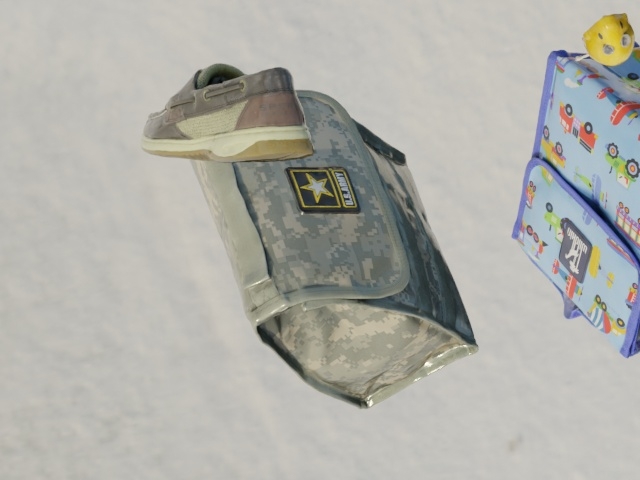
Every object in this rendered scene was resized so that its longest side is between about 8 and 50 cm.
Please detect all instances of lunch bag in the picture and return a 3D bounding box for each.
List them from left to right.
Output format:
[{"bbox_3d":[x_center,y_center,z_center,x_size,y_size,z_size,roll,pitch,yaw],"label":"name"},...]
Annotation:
[{"bbox_3d":[0.000,0.000,1.512,0.287,0.169,0.235,30,35,-55],"label":"lunch bag"},{"bbox_3d":[0.323,-0.035,1.762,0.138,0.221,0.293,-11,132,-33],"label":"lunch bag"}]

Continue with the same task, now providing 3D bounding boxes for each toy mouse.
[{"bbox_3d":[0.268,-0.174,1.215,0.161,0.143,0.031,60,5,-80],"label":"toy mouse"}]

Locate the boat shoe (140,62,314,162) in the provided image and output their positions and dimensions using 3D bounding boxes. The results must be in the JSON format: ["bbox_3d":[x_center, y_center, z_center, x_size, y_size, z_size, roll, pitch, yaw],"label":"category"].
[{"bbox_3d":[-0.070,-0.095,1.199,0.080,0.223,0.073,0,94,-27],"label":"boat shoe"}]
